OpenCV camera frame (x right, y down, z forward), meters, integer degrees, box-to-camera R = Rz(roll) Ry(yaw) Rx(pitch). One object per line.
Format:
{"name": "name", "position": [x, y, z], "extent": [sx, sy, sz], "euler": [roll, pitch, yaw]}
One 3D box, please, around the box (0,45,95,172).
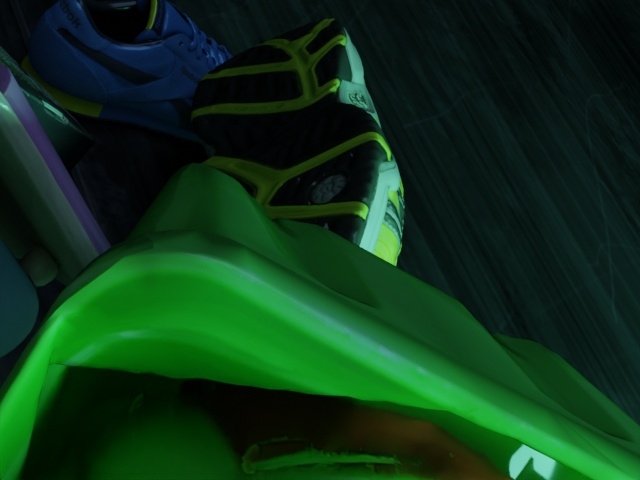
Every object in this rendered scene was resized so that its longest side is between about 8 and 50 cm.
{"name": "box", "position": [-0.299, -0.173, 0.660], "extent": [0.395, 0.097, 0.318], "euler": [44, -3, 4]}

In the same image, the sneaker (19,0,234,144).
{"name": "sneaker", "position": [-0.097, -0.120, 0.949], "extent": [0.209, 0.082, 0.069], "euler": [8, 42, -40]}

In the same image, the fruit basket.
{"name": "fruit basket", "position": [-0.055, 0.187, 0.378], "extent": [0.283, 0.392, 0.392], "euler": [28, 35, -17]}

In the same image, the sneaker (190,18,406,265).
{"name": "sneaker", "position": [0.000, 0.000, 0.810], "extent": [0.147, 0.145, 0.384], "euler": [61, 18, -25]}

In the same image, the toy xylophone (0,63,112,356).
{"name": "toy xylophone", "position": [-0.236, 0.033, 0.438], "extent": [0.081, 0.323, 0.236], "euler": [46, -7, 41]}
